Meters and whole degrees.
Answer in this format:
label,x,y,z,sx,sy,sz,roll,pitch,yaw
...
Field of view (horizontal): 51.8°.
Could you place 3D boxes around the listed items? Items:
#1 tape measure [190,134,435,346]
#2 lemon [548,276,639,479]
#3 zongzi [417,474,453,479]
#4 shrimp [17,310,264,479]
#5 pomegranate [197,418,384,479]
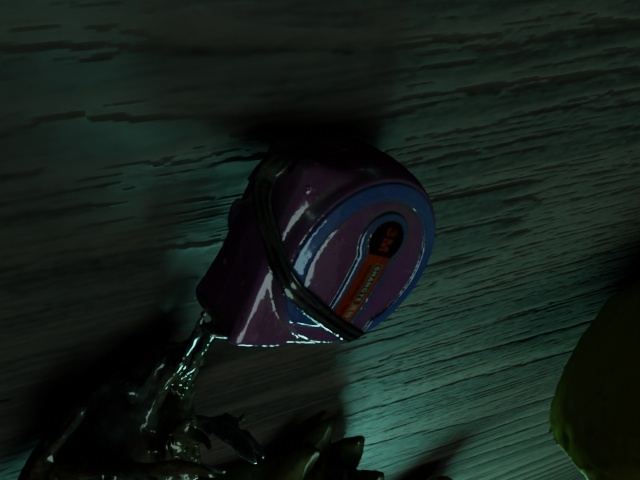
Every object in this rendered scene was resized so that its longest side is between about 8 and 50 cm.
label,x,y,z,sx,sy,sz,roll,pitch,yaw
tape measure,0.000,0.000,0.370,0.125,0.074,0.118,11,113,-43
lemon,0.446,0.161,0.670,0.363,0.364,0.364,-17,146,-12
zongzi,0.199,0.461,1.126,0.197,0.099,0.194,7,141,-37
shrimp,-0.127,0.173,0.493,0.372,0.137,0.172,-41,159,26
pomegranate,-0.044,0.370,0.738,0.309,0.216,0.359,9,133,-36
